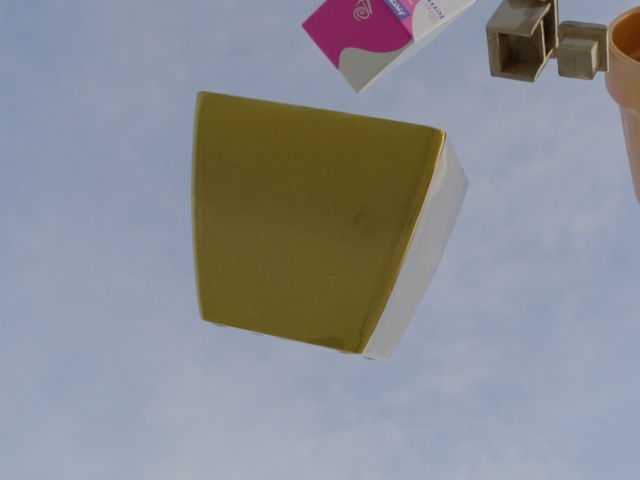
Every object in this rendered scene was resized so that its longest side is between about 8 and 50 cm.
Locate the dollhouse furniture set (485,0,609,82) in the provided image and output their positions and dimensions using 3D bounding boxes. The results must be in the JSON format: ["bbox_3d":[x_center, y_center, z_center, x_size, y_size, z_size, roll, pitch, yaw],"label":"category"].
[{"bbox_3d":[0.205,-0.179,0.677,0.182,0.101,0.161,15,-39,27],"label":"dollhouse furniture set"}]

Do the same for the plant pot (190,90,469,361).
[{"bbox_3d":[0.000,0.000,0.936,0.212,0.212,0.187,11,-97,15],"label":"plant pot"}]

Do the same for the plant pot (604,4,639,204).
[{"bbox_3d":[0.390,-0.123,1.077,0.205,0.205,0.188,-4,-57,4],"label":"plant pot"}]

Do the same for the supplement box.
[{"bbox_3d":[0.090,-0.285,1.331,0.111,0.220,0.114,50,-51,-2],"label":"supplement box"}]
